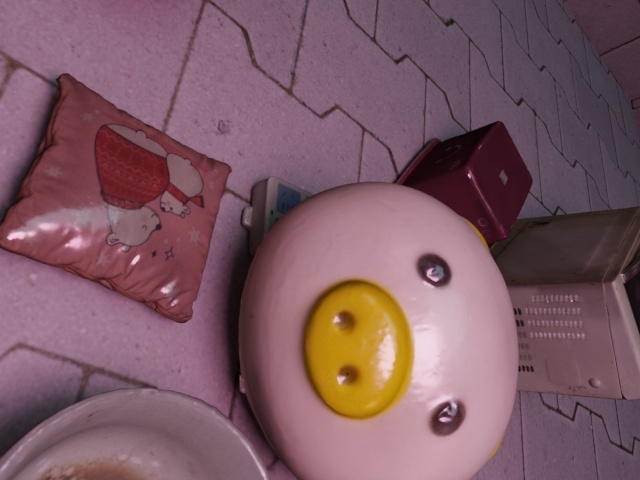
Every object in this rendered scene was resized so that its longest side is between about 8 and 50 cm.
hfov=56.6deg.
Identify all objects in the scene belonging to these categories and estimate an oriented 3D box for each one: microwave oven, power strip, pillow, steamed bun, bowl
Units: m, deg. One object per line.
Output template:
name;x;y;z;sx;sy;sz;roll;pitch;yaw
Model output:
microwave oven;0.493;0.116;1.160;0.394;0.333;0.247;-32;109;-48
power strip;0.000;0.000;0.887;0.271;0.046;0.117;22;58;-42
pillow;-0.206;-0.045;0.647;0.236;0.084;0.223;31;51;-39
steamed bun;0.069;0.116;0.704;0.334;0.334;0.373;2;81;-48
bowl;-0.179;0.277;0.493;0.289;0.146;0.289;22;57;-39

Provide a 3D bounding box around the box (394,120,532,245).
box;0.284;-0.098;1.150;0.193;0.168;0.294;58;41;-15
